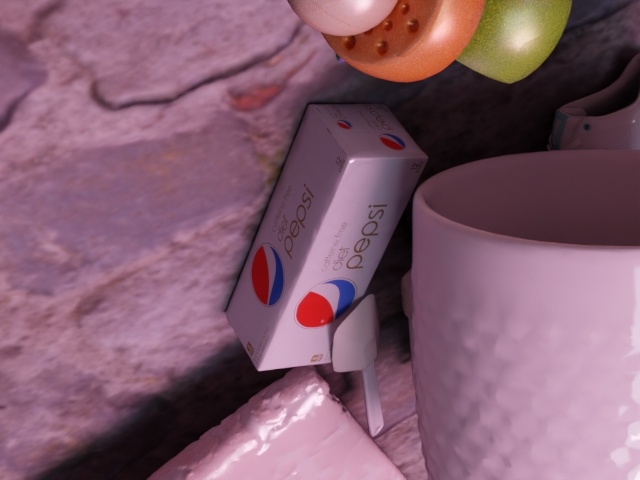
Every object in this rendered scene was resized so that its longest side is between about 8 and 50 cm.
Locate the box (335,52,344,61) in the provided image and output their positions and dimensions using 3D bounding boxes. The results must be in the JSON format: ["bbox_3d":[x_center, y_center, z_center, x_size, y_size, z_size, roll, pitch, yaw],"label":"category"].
[{"bbox_3d":[0.088,-0.172,0.896,0.105,0.043,0.179,-9,165,-28],"label":"box"}]

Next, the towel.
[{"bbox_3d":[-0.081,0.276,1.235,0.332,0.053,0.317,-39,143,-1],"label":"towel"}]

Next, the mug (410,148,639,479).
[{"bbox_3d":[0.244,0.111,1.060,0.374,0.276,0.328,-15,112,-38],"label":"mug"}]

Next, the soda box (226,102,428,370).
[{"bbox_3d":[0.000,0.000,1.063,0.074,0.069,0.216,-4,133,-34],"label":"soda box"}]

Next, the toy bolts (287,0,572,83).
[{"bbox_3d":[0.030,-0.217,0.723,0.158,0.228,0.218,-2,127,-48],"label":"toy bolts"}]

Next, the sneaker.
[{"bbox_3d":[0.211,-0.067,1.153,0.212,0.080,0.094,-48,129,6],"label":"sneaker"}]

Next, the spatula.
[{"bbox_3d":[0.078,0.079,1.193,0.168,0.019,0.242,-44,157,-19],"label":"spatula"}]
